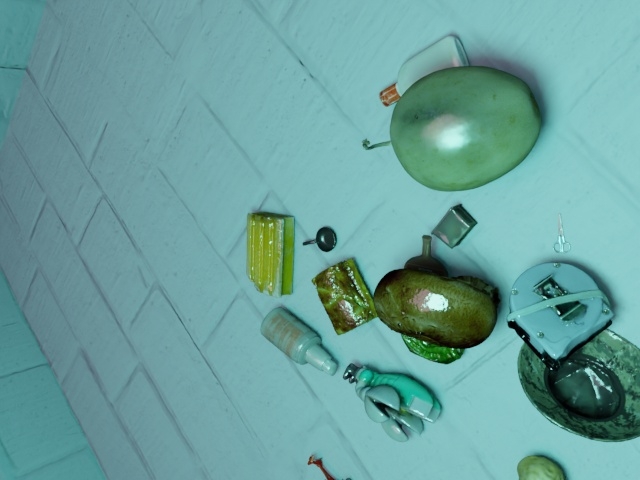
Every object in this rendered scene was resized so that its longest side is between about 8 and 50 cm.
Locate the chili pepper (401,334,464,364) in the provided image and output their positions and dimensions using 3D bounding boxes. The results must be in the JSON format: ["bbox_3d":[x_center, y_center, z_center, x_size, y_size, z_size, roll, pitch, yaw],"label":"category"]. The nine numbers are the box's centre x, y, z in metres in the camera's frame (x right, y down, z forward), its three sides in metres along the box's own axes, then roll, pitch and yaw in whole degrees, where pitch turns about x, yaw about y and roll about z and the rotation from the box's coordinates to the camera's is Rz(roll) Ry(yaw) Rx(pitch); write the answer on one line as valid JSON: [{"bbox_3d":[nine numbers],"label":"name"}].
[{"bbox_3d":[0.263,0.251,1.469,0.182,0.050,0.073,22,118,39],"label":"chili pepper"}]

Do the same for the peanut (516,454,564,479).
[{"bbox_3d":[0.505,0.587,1.280,0.125,0.111,0.275,-34,76,34],"label":"peanut"}]

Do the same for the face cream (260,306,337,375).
[{"bbox_3d":[-0.052,0.292,1.707,0.251,0.101,0.101,33,117,31],"label":"face cream"}]

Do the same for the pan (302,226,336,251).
[{"bbox_3d":[0.000,0.000,1.662,0.115,0.023,0.069,-10,92,38],"label":"pan"}]

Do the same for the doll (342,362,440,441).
[{"bbox_3d":[0.174,0.407,1.527,0.153,0.194,0.258,-63,22,-11],"label":"doll"}]

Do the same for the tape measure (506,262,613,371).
[{"bbox_3d":[0.460,0.134,1.194,0.182,0.107,0.181,-38,55,-9],"label":"tape measure"}]

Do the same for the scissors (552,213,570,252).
[{"bbox_3d":[0.496,-0.015,1.254,0.036,0.006,0.083,-1,97,38],"label":"scissors"}]

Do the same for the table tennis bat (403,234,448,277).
[{"bbox_3d":[0.264,0.027,1.457,0.107,0.119,0.170,10,131,18],"label":"table tennis bat"}]

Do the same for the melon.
[{"bbox_3d":[0.284,-0.226,1.238,0.307,0.271,0.272,16,108,43],"label":"melon"}]

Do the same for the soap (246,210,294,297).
[{"bbox_3d":[-0.147,0.039,1.761,0.140,0.073,0.232,12,105,40],"label":"soap"}]

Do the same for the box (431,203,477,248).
[{"bbox_3d":[0.306,-0.031,1.380,0.063,0.060,0.085,46,122,20],"label":"box"}]

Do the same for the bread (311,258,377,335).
[{"bbox_3d":[0.060,0.149,1.586,0.132,0.103,0.172,-34,79,45],"label":"bread"}]

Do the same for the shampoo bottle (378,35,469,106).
[{"bbox_3d":[0.230,-0.370,1.389,0.220,0.051,0.108,-22,85,40],"label":"shampoo bottle"}]

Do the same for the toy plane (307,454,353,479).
[{"bbox_3d":[0.037,0.699,1.723,0.194,0.077,0.126,22,107,44],"label":"toy plane"}]

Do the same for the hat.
[{"bbox_3d":[0.512,0.298,1.199,0.265,0.265,0.128,37,150,30],"label":"hat"}]

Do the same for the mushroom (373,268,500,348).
[{"bbox_3d":[0.254,0.150,1.329,0.297,0.278,0.163,141,135,-78],"label":"mushroom"}]
